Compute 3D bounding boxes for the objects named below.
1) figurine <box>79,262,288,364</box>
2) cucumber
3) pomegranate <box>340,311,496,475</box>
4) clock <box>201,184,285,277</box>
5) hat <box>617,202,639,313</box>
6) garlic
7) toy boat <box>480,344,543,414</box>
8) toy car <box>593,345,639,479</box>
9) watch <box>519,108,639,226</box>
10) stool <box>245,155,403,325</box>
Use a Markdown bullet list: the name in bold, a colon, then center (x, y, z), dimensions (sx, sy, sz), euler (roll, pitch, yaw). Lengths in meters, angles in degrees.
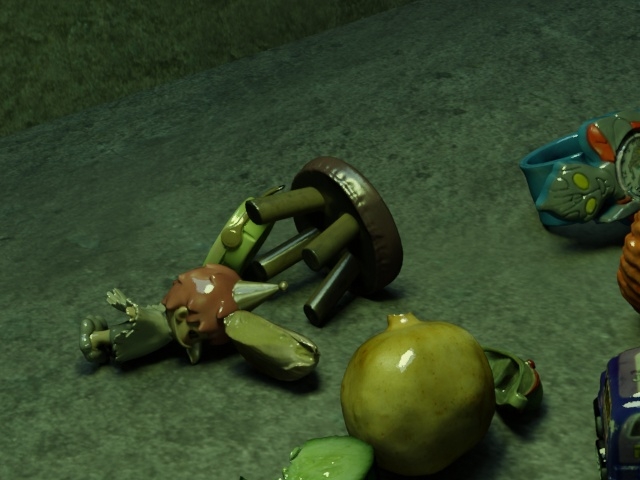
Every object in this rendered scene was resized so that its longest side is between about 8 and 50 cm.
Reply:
- **figurine**: center (-0.230, 0.135, 2.041), dimensions (0.387, 0.166, 0.207), euler (-13, -12, 11)
- **cucumber**: center (0.004, 0.343, 1.521), dimensions (0.191, 0.130, 0.191), euler (-9, 25, 4)
- **pomegranate**: center (0.137, 0.220, 1.637), dimensions (0.233, 0.233, 0.233), euler (-9, 25, 4)
- **clock**: center (-0.144, -0.012, 2.230), dimensions (0.069, 0.232, 0.170), euler (34, 35, 4)
- **hat**: center (0.663, 0.059, 1.763), dimensions (0.400, 0.285, 0.285), euler (31, 45, 29)
- **garlic**: center (-0.069, 0.182, 1.923), dimensions (0.195, 0.101, 0.087), euler (22, 71, 39)
- **toy boat**: center (0.283, 0.211, 1.732), dimensions (0.071, 0.089, 0.185), euler (29, 10, -22)
- **toy car**: center (0.450, 0.224, 1.552), dimensions (0.172, 0.158, 0.235), euler (-6, 26, 9)
- **watch**: center (0.496, -0.110, 2.204), dimensions (0.305, 0.241, 0.274), euler (-24, 11, -20)
- **stool**: center (0.000, 0.000, 2.092), dimensions (0.178, 0.272, 0.272), euler (-32, 32, -26)
